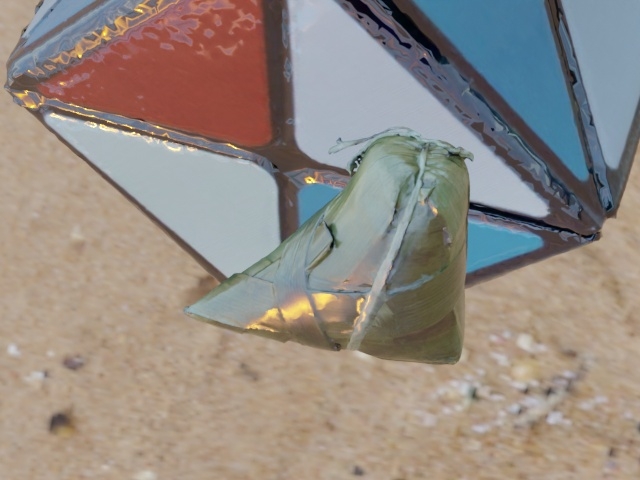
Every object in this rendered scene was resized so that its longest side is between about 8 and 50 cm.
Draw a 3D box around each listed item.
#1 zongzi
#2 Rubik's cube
[{"bbox_3d":[0.000,0.000,0.692,0.119,0.109,0.055,5,44,6],"label":"zongzi"},{"bbox_3d":[0.024,-0.128,0.929,0.250,0.248,0.246,-23,35,45],"label":"Rubik's cube"}]
